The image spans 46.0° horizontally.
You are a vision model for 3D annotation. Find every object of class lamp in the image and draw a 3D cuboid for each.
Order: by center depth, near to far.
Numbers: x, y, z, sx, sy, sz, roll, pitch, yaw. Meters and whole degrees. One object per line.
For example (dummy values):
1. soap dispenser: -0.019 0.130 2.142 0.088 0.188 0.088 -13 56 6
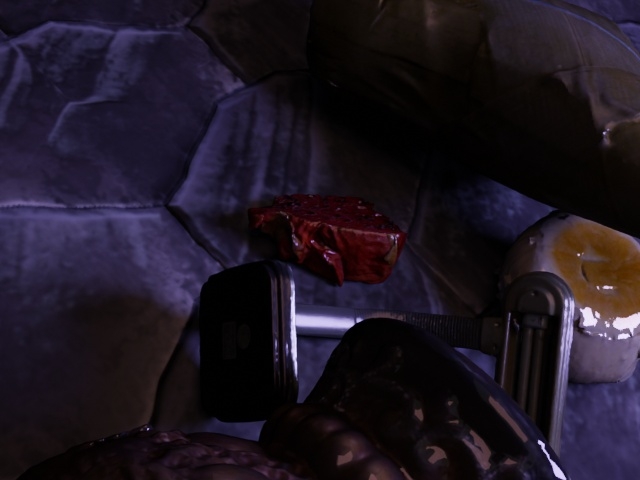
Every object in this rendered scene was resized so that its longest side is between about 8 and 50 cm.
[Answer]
1. lamp: 0.050 0.123 0.592 0.283 0.124 0.203 5 76 -20

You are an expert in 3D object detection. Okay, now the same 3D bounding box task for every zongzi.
1. zongzi: 0.150 -0.129 0.691 0.356 0.174 0.393 16 31 -4

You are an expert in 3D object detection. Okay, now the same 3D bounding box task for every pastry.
1. pastry: 0.241 0.051 0.706 0.166 0.088 0.165 7 56 -11

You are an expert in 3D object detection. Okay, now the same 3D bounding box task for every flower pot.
1. flower pot: -0.019 0.188 0.389 0.267 0.266 0.266 -31 71 -25

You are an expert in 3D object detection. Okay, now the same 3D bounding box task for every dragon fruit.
1. dragon fruit: 0.000 0.003 0.685 0.131 0.063 0.097 0 25 -19
